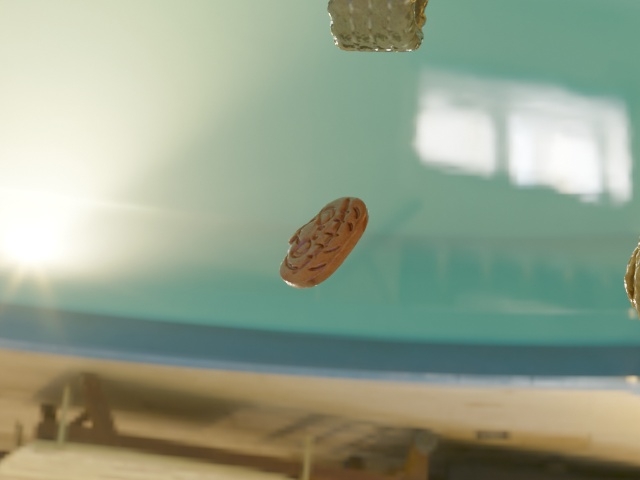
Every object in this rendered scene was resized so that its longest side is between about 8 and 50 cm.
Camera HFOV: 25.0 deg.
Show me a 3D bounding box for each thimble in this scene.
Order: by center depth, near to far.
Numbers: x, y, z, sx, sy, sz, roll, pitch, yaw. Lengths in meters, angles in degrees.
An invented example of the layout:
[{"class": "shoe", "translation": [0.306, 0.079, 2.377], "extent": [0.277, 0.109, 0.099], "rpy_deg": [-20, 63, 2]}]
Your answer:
[{"class": "thimble", "translation": [0.043, -0.182, 1.018], "extent": [0.062, 0.110, 0.084], "rpy_deg": [3, 144, 10]}]

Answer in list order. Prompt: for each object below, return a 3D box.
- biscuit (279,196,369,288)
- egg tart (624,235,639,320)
[{"class": "biscuit", "translation": [0.000, 0.000, 1.187], "extent": [0.078, 0.091, 0.015], "rpy_deg": [8, 148, 52]}, {"class": "egg tart", "translation": [0.428, -0.001, 1.314], "extent": [0.319, 0.128, 0.319], "rpy_deg": [-22, 137, -22]}]
